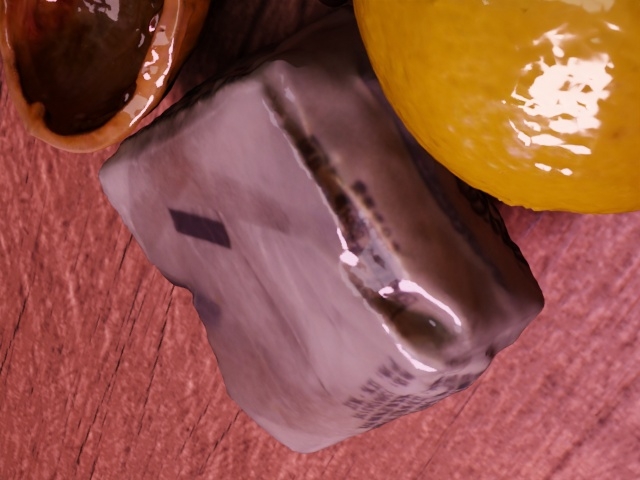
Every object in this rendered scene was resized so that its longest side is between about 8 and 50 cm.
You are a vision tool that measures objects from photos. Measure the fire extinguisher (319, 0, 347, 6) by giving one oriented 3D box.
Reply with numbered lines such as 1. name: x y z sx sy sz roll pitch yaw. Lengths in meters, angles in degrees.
1. fire extinguisher: 0.034 -0.162 0.834 0.046 0.032 0.100 56 146 4

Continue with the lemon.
1. lemon: 0.124 -0.136 0.629 0.236 0.236 0.263 38 123 8

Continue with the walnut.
1. walnut: -0.130 -0.159 0.925 0.167 0.087 0.211 45 128 21

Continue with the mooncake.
1. mooncake: 0.004 -0.003 0.912 0.250 0.136 0.254 55 145 -8
